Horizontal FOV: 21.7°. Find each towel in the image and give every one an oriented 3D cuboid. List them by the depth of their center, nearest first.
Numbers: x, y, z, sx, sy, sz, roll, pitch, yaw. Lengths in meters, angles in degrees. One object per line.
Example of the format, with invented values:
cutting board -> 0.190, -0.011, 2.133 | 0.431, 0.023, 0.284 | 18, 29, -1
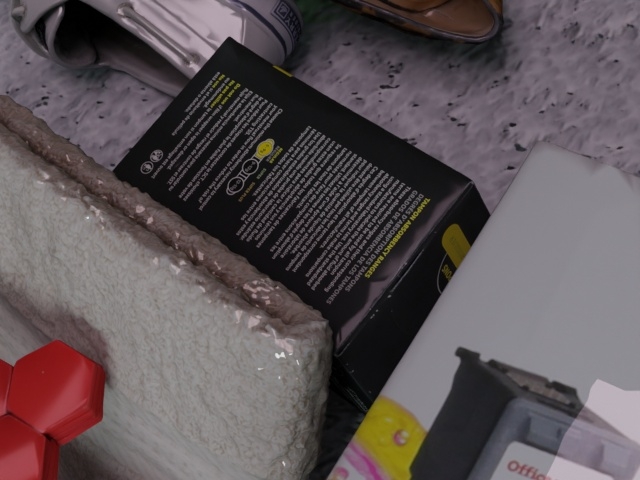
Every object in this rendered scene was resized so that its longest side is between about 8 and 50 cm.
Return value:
towel -> -0.109, 0.049, 0.790 | 0.282, 0.187, 0.049 | 32, 42, 32

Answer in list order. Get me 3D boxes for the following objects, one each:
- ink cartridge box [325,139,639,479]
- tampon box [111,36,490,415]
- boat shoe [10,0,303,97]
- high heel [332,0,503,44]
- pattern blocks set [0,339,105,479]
ink cartridge box -> 0.079, 0.153, 0.630 | 0.131, 0.226, 0.306 | 24, 74, 28
tampon box -> 0.000, 0.000, 0.802 | 0.161, 0.120, 0.101 | 34, 80, 31
boat shoe -> -0.135, -0.140, 0.944 | 0.258, 0.095, 0.084 | 22, 70, 30
high heel -> -0.027, -0.168, 0.833 | 0.186, 0.261, 0.093 | 46, 119, 36
pattern blocks set -> -0.244, 0.185, 0.721 | 0.325, 0.026, 0.285 | -10, 62, 11
